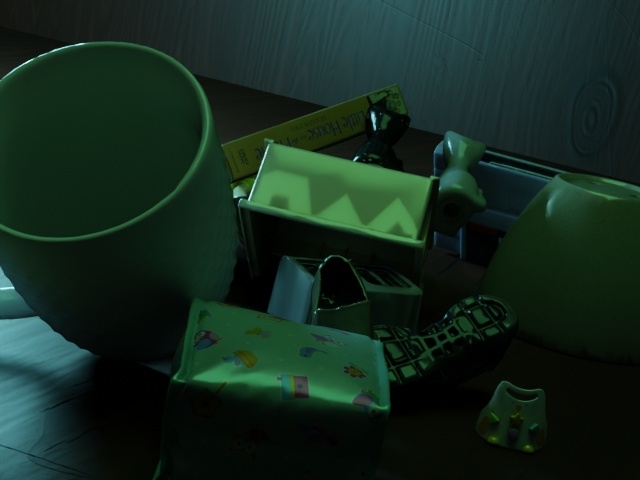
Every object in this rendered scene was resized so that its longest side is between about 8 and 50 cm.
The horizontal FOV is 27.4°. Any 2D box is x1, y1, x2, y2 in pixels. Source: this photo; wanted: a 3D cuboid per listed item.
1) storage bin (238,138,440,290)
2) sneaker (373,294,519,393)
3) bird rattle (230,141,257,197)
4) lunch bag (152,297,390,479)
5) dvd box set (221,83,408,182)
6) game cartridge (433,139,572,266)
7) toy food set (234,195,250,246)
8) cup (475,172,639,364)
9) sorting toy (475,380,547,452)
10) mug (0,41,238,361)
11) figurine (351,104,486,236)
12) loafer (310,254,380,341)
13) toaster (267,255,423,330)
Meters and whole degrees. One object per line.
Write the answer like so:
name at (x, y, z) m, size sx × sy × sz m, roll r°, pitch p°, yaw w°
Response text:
storage bin at (0.030, -0.010, 1.932) m, size 0.262 × 0.123 × 0.260 m, roll 13°, pitch -27°, yaw 8°
sneaker at (0.127, 0.157, 1.643) m, size 0.267 × 0.106 × 0.101 m, roll -15°, pitch 47°, yaw -18°
bird rattle at (-0.075, -0.063, 2.384) m, size 0.253 × 0.143 × 0.207 m, roll 20°, pitch 26°, yaw -9°
lunch bag at (-0.045, 0.157, 1.359) m, size 0.223 × 0.160 × 0.262 m, roll 9°, pitch 19°, yaw -3°
dvd box set at (-0.097, -0.141, 2.142) m, size 0.307 × 0.062 × 0.420 m, roll -17°, pitch 5°, yaw 46°
game cartridge at (0.365, -0.032, 2.308) m, size 0.355 × 0.230 × 0.068 m, roll 17°, pitch 40°, yaw 24°
toy food set at (-0.115, -0.030, 2.238) m, size 0.192 × 0.038 × 0.132 m, roll 20°, pitch 31°, yaw 4°
cup at (0.429, 0.028, 2.078) m, size 0.331 × 0.237 × 0.331 m, roll 10°, pitch 14°, yaw -3°
sorting toy at (0.231, 0.205, 1.547) m, size 0.083 × 0.075 × 0.045 m, roll 12°, pitch 14°, yaw 6°
mug at (-0.277, -0.005, 1.502) m, size 0.374 × 0.328 × 0.276 m, roll -13°, pitch 54°, yaw -1°
figurine at (0.156, -0.122, 2.033) m, size 0.215 × 0.092 × 0.209 m, roll 19°, pitch 39°, yaw -2°
loafer at (0.023, 0.116, 1.551) m, size 0.094 × 0.087 × 0.251 m, roll -12°, pitch 44°, yaw 0°
toaster at (0.033, 0.095, 1.762) m, size 0.168 × 0.110 × 0.185 m, roll 5°, pitch 15°, yaw -20°
